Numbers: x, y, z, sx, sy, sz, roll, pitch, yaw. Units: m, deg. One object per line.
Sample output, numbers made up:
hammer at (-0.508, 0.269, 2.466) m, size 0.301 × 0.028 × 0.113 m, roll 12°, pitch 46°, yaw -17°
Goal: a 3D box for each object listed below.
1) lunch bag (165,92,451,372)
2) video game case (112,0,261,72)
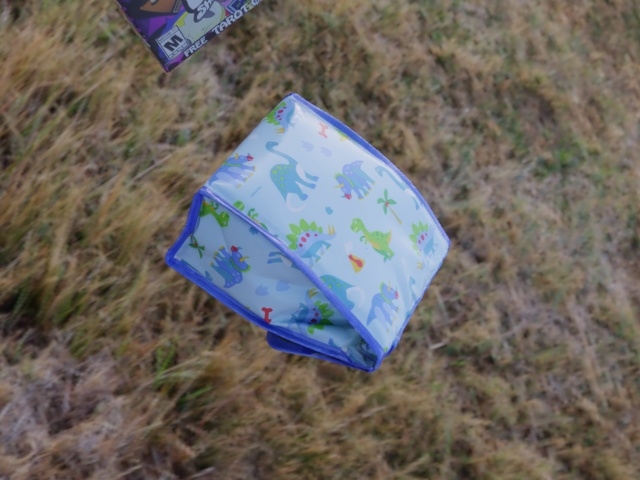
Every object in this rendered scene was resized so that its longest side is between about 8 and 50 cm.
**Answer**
lunch bag at (0.000, 0.000, 0.733) m, size 0.151 × 0.096 × 0.129 m, roll 33°, pitch 47°, yaw 3°
video game case at (-0.061, -0.247, 0.794) m, size 0.042 × 0.232 × 0.210 m, roll 50°, pitch -4°, yaw 26°
